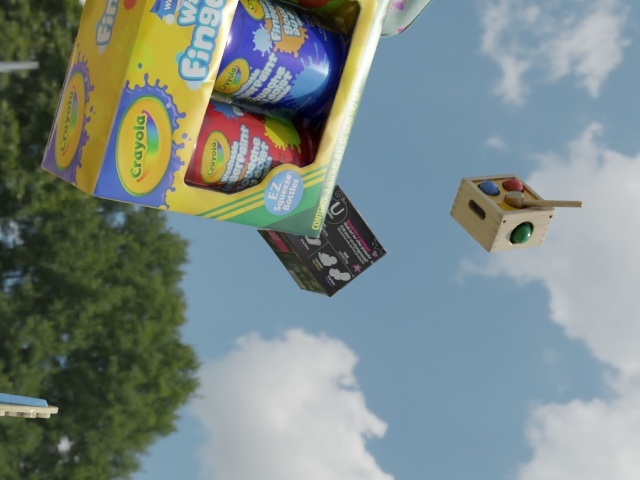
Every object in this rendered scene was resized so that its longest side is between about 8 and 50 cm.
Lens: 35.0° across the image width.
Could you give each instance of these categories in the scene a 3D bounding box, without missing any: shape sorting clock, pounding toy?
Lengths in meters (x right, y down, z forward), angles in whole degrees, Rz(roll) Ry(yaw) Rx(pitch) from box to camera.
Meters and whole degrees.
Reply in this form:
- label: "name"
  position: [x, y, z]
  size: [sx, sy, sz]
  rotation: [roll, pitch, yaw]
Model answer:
- label: "shape sorting clock"
  position: [-0.435, 0.205, 1.271]
  size: [0.206, 0.206, 0.040]
  rotation: [-5, -108, 53]
- label: "pounding toy"
  position: [0.304, -0.049, 1.587]
  size: [0.141, 0.130, 0.100]
  rotation: [50, -44, 43]

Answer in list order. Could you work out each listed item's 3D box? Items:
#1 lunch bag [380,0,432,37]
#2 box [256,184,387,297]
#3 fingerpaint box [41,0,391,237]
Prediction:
- label: "lunch bag"
  position: [0.075, -0.469, 1.734]
  size: [0.224, 0.279, 0.108]
  rotation: [-41, -131, 43]
- label: "box"
  position: [0.000, 0.000, 1.916]
  size: [0.163, 0.142, 0.247]
  rotation: [53, -10, -8]
- label: "fingerpaint box"
  position: [-0.115, -0.254, 1.331]
  size: [0.163, 0.371, 0.445]
  rotation: [25, -80, 48]
